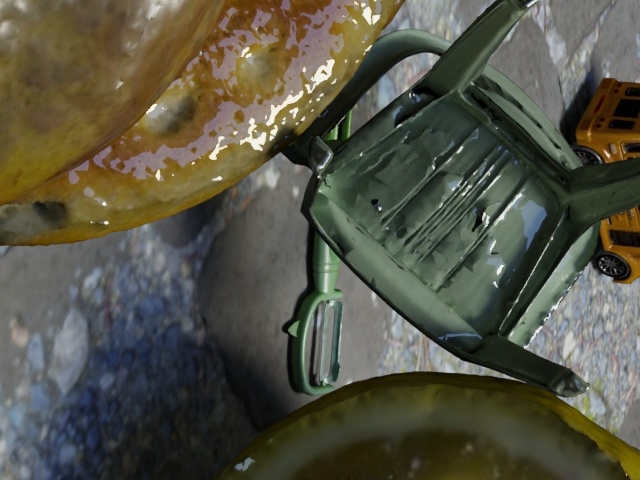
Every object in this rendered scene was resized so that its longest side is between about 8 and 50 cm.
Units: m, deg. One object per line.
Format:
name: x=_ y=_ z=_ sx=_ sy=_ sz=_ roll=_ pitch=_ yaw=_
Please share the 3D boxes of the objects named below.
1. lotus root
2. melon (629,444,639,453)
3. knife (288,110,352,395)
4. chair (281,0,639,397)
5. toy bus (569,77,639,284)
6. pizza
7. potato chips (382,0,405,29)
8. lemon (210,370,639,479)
lotus root: x=-0.142 y=-0.100 z=0.708 sx=0.199 sy=0.188 sz=0.180 roll=9 pitch=102 yaw=-40
melon: x=0.272 y=0.240 z=1.554 sx=0.098 sy=0.098 sz=0.130 roll=-64 pitch=145 yaw=-27
knife: x=-0.001 y=0.000 z=1.128 sx=0.054 sy=0.015 sz=0.212 roll=-2 pitch=100 yaw=-51
chair: x=0.097 y=-0.037 z=0.999 sx=0.203 sy=0.275 sz=0.190 roll=42 pitch=81 yaw=-6
toy bus: x=0.284 y=-0.047 z=1.515 sx=0.083 sy=0.088 sz=0.194 roll=-59 pitch=142 yaw=-35
pizza: x=-0.080 y=-0.141 z=0.859 sx=0.335 sy=0.086 sz=0.226 roll=-44 pitch=105 yaw=-17
potato chips: x=-0.001 y=-0.190 z=1.024 sx=0.208 sy=0.062 sz=0.195 roll=-51 pitch=155 yaw=-21
lemon: x=0.071 y=0.256 z=1.008 sx=0.364 sy=0.364 sz=0.364 roll=-20 pitch=114 yaw=-56
